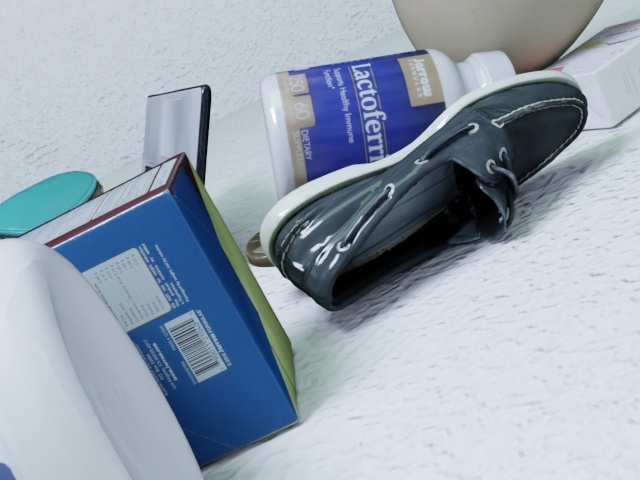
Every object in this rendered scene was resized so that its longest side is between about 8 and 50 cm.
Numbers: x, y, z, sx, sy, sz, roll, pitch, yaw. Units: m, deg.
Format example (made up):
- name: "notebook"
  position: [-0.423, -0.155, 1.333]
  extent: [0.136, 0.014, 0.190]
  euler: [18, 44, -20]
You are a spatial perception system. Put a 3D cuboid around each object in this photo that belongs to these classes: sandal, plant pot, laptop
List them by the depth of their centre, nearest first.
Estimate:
- name: "sandal"
  position: [0.000, 0.000, 0.840]
  extent: [0.090, 0.060, 0.219]
  euler: [-7, 10, 24]
- name: "plant pot"
  position: [0.209, -0.295, 0.941]
  extent: [0.284, 0.191, 0.284]
  euler: [0, 35, 0]
- name: "laptop"
  position: [-0.316, -0.008, 1.038]
  extent: [0.236, 0.408, 0.382]
  euler: [3, 7, -23]

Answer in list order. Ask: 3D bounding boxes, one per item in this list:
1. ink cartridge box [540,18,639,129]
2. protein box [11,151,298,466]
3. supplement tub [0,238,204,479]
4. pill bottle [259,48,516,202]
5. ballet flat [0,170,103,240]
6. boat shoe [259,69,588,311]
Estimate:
- name: "ink cartridge box"
  position: [0.341, -0.200, 0.882]
  extent: [0.198, 0.067, 0.115]
  euler: [-34, 18, -22]
- name: "protein box"
  position: [-0.152, 0.073, 0.604]
  extent: [0.201, 0.200, 0.136]
  euler: [-26, 17, 4]
- name: "supplement tub"
  position: [-0.240, 0.170, 0.407]
  extent: [0.325, 0.235, 0.235]
  euler: [-29, 18, -6]
- name: "pill bottle"
  position: [0.074, -0.125, 0.845]
  extent: [0.264, 0.153, 0.153]
  euler: [-10, 17, -3]
- name: "ballet flat"
  position: [-0.510, 0.041, 1.249]
  extent: [0.164, 0.182, 0.483]
  euler: [7, 25, 15]
- name: "boat shoe"
  position: [0.118, -0.040, 0.698]
  extent: [0.340, 0.127, 0.113]
  euler: [-23, 46, -13]
